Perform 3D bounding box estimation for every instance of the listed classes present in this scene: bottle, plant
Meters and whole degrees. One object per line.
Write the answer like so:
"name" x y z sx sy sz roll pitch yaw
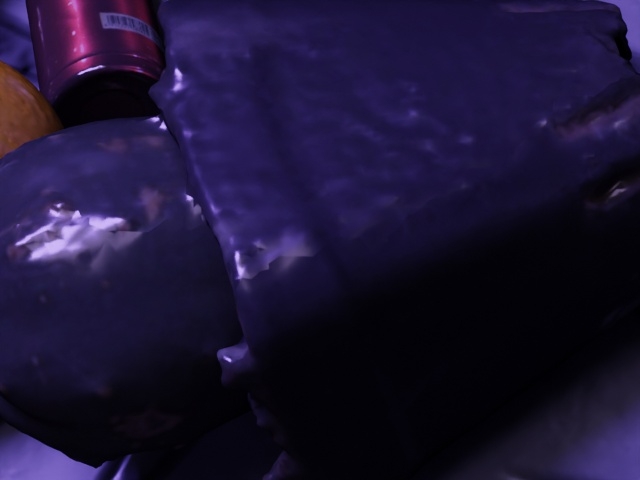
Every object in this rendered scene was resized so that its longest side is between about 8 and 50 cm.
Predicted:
"bottle" -0.104 -0.111 0.868 0.060 0.060 0.164 -22 50 8
"plant" 0.000 0.000 0.689 0.256 0.142 0.164 -14 51 0

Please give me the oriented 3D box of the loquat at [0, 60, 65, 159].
"loquat" -0.161 -0.008 0.769 0.141 0.141 0.141 -12 52 16
